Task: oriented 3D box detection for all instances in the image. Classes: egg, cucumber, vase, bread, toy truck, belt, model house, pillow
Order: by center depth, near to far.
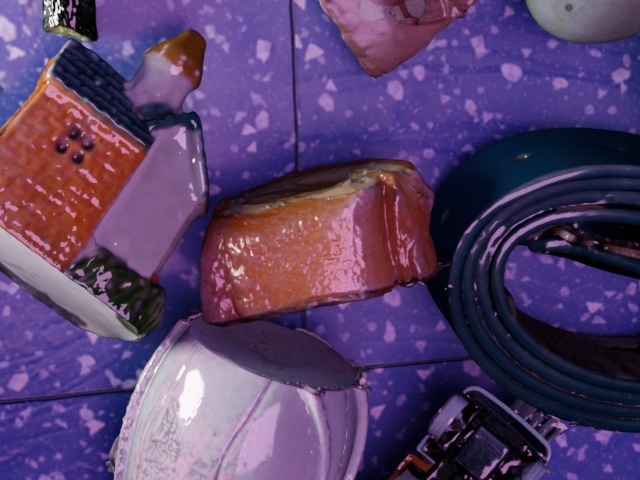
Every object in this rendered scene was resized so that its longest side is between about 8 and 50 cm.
[{"bbox_3d":[-0.245,-0.307,1.471,0.058,0.052,0.214,-2,104,-31],"label":"cucumber"},{"bbox_3d":[-0.216,-0.084,1.487,0.271,0.190,0.300,39,78,-13],"label":"model house"},{"bbox_3d":[0.004,-0.004,1.505,0.244,0.190,0.123,-10,104,15],"label":"bread"},{"bbox_3d":[0.312,-0.300,1.521,0.236,0.169,0.169,-35,107,-8],"label":"egg"},{"bbox_3d":[0.114,-0.289,1.549,0.248,0.049,0.135,-39,110,-6],"label":"pillow"},{"bbox_3d":[-0.121,0.305,1.555,0.250,0.250,0.445,17,104,-15],"label":"vase"},{"bbox_3d":[0.325,0.045,1.606,0.437,0.173,0.300,14,108,-11],"label":"belt"},{"bbox_3d":[0.133,0.296,1.630,0.133,0.184,0.338,39,88,13],"label":"toy truck"}]
